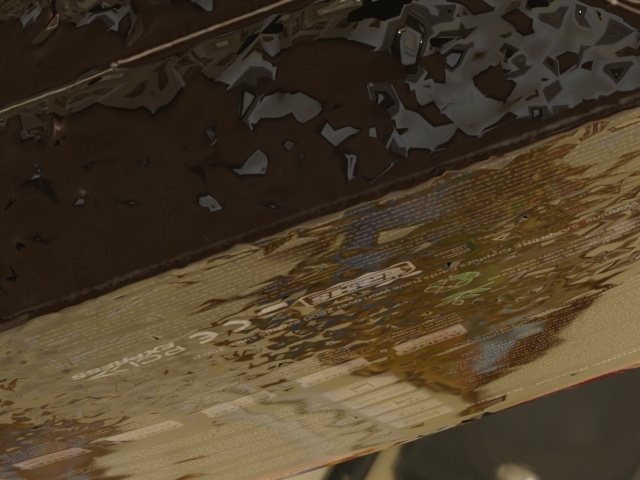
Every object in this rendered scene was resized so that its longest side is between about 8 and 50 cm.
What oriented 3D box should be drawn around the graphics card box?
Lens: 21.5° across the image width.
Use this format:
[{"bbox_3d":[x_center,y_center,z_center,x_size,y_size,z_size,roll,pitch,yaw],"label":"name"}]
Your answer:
[{"bbox_3d":[0.000,0.000,0.503,0.233,0.094,0.371,-19,-13,10],"label":"graphics card box"}]
